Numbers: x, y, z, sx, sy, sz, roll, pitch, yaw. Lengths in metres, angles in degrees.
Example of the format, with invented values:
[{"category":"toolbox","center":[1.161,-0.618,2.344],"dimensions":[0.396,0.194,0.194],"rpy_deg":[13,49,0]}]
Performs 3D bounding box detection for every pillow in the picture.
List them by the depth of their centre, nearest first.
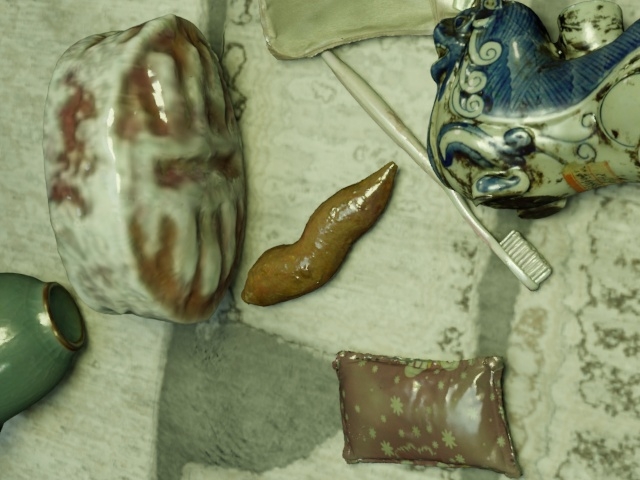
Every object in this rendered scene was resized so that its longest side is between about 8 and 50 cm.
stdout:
[{"category":"pillow","center":[0.093,0.161,1.040],"dimensions":[0.185,0.043,0.118],"rpy_deg":[-4,94,29]},{"category":"pillow","center":[0.040,-0.243,1.044],"dimensions":[0.232,0.038,0.131],"rpy_deg":[-7,88,28]}]

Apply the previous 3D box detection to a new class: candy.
[{"category":"candy","center":[-0.166,-0.065,1.069],"dimensions":[0.157,0.214,0.290],"rpy_deg":[-1,96,30]}]

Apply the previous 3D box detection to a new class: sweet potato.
[{"category":"sweet potato","center":[0.002,0.003,1.075],"dimensions":[0.218,0.051,0.065],"rpy_deg":[-40,73,25]}]

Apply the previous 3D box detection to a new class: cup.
[{"category":"cup","center":[-0.340,0.107,1.211],"dimensions":[0.150,0.199,0.199],"rpy_deg":[-23,82,10]}]

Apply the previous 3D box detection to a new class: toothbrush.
[{"category":"toothbrush","center":[0.102,-0.074,1.031],"dimensions":[0.029,0.025,0.307],"rpy_deg":[-45,73,14]}]

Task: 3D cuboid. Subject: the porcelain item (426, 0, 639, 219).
[{"category":"porcelain item","center":[0.222,-0.122,0.915],"dimensions":[0.288,0.138,0.186],"rpy_deg":[-10,75,33]}]
